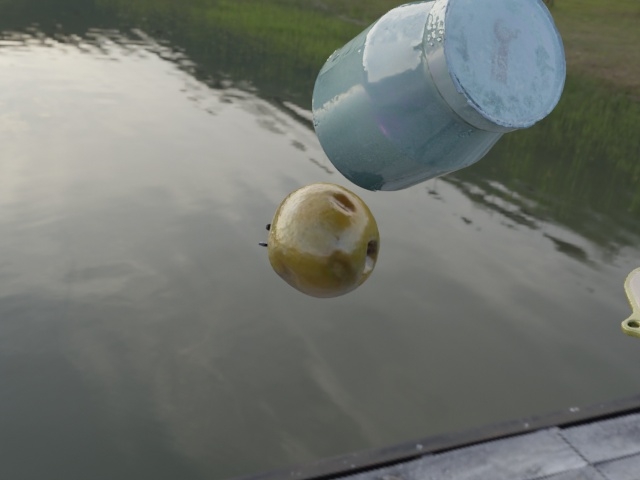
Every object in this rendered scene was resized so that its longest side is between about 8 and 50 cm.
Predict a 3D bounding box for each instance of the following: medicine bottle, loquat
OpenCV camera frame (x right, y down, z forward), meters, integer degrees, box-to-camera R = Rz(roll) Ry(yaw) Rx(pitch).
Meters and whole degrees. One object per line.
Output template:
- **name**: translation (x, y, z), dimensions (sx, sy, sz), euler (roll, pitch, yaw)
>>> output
- **medicine bottle**: translation (0.157, -0.209, 0.936), dimensions (0.245, 0.244, 0.290), euler (-8, -2, -29)
- **loquat**: translation (0.002, 0.000, 1.202), dimensions (0.213, 0.212, 0.213), euler (5, 25, -3)

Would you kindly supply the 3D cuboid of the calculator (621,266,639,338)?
- **calculator**: translation (0.292, 0.044, 0.381), dimensions (0.237, 0.033, 0.157), euler (-4, 27, 9)
